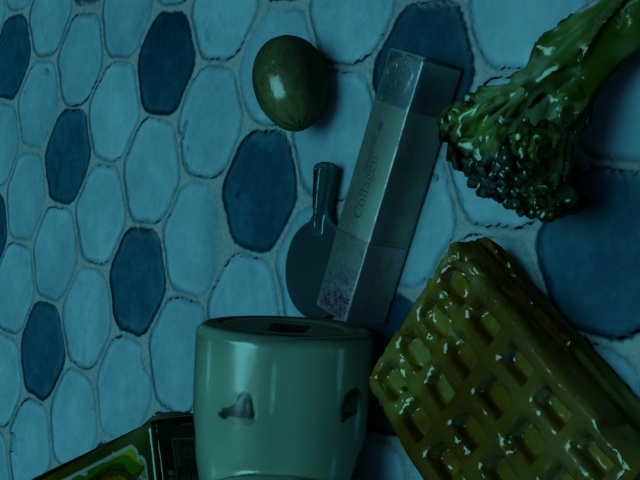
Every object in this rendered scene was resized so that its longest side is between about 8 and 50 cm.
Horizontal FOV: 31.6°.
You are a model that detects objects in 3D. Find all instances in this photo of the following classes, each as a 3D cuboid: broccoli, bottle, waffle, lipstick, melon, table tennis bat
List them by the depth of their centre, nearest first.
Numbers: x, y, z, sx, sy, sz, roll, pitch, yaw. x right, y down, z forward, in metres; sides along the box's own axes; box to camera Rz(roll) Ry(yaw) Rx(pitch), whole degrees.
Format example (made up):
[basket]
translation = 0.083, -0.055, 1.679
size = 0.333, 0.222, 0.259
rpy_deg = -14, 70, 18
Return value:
[broccoli]
translation = 0.253, -0.159, 1.102
size = 0.304, 0.145, 0.165
rpy_deg = -55, 36, 15
[waffle]
translation = 0.187, 0.175, 1.136
size = 0.224, 0.098, 0.327
rpy_deg = -57, 47, 25
[bottle]
translation = -0.053, 0.271, 1.316
size = 0.229, 0.229, 0.351
rpy_deg = 7, 93, 50
[lipstick]
translation = 0.078, -0.060, 1.322
size = 0.066, 0.068, 0.317
rpy_deg = 28, 106, 48
[table tennis bat]
translation = 0.000, 0.000, 1.436
size = 0.124, 0.033, 0.201
rpy_deg = 4, 90, 48
[melon]
translation = -0.038, -0.203, 1.462
size = 0.098, 0.098, 0.130
rpy_deg = -30, 67, 43

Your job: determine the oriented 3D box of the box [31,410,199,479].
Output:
[box]
translation = -0.252, 0.487, 1.579
size = 0.373, 0.138, 0.420
rpy_deg = -30, 61, 44
